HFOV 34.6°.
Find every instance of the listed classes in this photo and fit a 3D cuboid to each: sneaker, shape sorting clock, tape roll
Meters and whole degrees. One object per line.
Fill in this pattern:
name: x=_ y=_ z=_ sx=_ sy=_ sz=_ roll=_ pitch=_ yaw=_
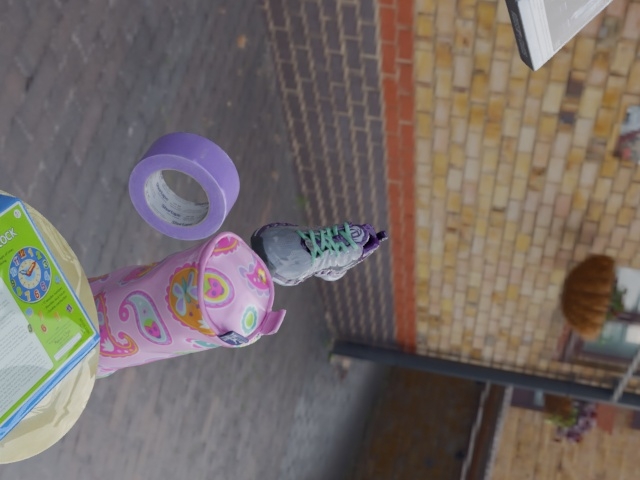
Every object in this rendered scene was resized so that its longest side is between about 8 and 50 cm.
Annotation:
sneaker: x=0.000 y=0.000 z=1.277 sx=0.224 sy=0.098 sz=0.083 roll=-2 pitch=65 yaw=-64
shape sorting clock: x=-0.241 y=0.057 z=0.738 sx=0.206 sy=0.040 sz=0.206 roll=29 pitch=54 yaw=-50
tape roll: x=-0.249 y=-0.098 z=1.883 sx=0.080 sy=0.189 sz=0.189 roll=-66 pitch=162 yaw=-49

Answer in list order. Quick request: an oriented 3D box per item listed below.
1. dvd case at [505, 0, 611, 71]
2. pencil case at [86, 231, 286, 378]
dvd case: x=0.299 y=-0.302 z=1.093 sx=0.239 sy=0.029 sz=0.179 roll=-43 pitch=158 yaw=3
pencil case: x=-0.176 y=0.078 z=1.078 sx=0.124 sy=0.284 sz=0.124 roll=24 pitch=58 yaw=-47
